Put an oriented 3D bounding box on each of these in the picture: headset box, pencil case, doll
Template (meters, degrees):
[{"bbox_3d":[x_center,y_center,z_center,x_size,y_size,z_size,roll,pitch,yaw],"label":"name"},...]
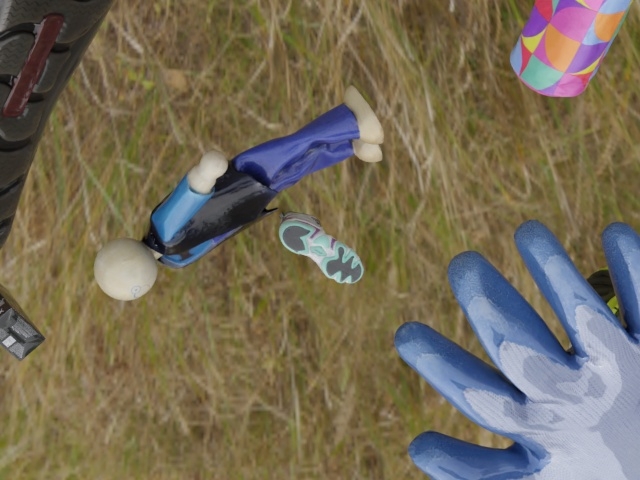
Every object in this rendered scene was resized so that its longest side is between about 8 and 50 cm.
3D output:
[{"bbox_3d":[-0.285,0.058,0.971,0.032,0.083,0.062,-40,145,-8],"label":"headset box"},{"bbox_3d":[0.283,-0.266,1.177,0.104,0.104,0.236,9,133,-13],"label":"pencil case"},{"bbox_3d":[-0.053,-0.026,0.664,0.189,0.046,0.129,-31,168,-6],"label":"doll"}]

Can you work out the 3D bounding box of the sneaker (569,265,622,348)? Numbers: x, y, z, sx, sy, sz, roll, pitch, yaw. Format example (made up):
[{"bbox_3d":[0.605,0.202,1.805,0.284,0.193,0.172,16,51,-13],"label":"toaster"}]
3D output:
[{"bbox_3d":[0.309,0.091,0.609,0.384,0.145,0.147,2,102,-11],"label":"sneaker"}]

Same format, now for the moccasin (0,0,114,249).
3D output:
[{"bbox_3d":[-0.223,-0.159,0.739,0.147,0.139,0.380,37,118,20],"label":"moccasin"}]

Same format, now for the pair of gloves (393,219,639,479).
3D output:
[{"bbox_3d":[0.124,0.021,0.336,0.198,0.023,0.159,-43,122,9],"label":"pair of gloves"}]

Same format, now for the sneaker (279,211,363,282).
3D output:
[{"bbox_3d":[0.000,0.000,1.112,0.098,0.069,0.038,37,104,-20],"label":"sneaker"}]
